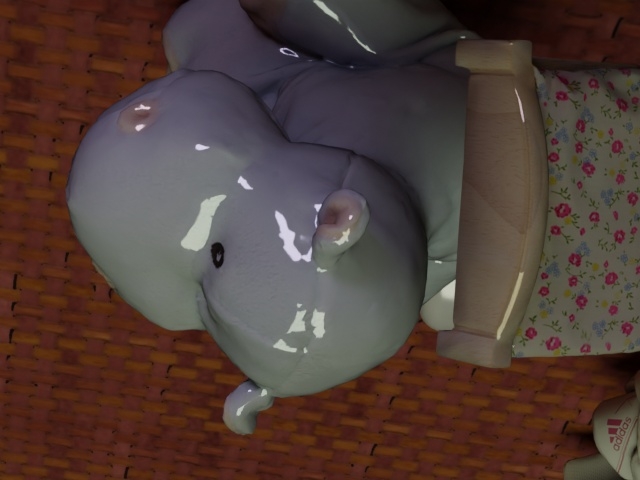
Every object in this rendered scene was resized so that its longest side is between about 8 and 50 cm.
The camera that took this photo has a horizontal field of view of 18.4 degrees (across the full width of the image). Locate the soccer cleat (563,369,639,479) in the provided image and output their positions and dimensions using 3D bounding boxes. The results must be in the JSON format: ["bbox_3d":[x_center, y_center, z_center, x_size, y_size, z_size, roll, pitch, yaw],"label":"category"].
[{"bbox_3d":[0.261,0.112,1.266,0.143,0.116,0.331,13,141,-12],"label":"soccer cleat"}]

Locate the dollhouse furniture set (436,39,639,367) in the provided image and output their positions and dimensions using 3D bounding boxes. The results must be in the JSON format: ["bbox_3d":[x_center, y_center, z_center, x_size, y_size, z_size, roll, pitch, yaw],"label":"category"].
[{"bbox_3d":[0.137,-0.040,0.801,0.303,0.355,0.174,-1,-174,-33],"label":"dollhouse furniture set"}]

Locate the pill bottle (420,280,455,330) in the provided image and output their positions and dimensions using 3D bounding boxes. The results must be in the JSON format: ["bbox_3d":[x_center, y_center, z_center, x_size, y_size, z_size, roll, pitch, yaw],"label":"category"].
[{"bbox_3d":[0.107,0.009,1.166,0.169,0.094,0.094,2,142,2],"label":"pill bottle"}]

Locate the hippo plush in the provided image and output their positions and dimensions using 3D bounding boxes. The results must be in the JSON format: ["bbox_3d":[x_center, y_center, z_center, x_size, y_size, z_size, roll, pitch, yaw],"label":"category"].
[{"bbox_3d":[0.000,0.000,0.979,0.294,0.236,0.234,33,135,10],"label":"hippo plush"}]
